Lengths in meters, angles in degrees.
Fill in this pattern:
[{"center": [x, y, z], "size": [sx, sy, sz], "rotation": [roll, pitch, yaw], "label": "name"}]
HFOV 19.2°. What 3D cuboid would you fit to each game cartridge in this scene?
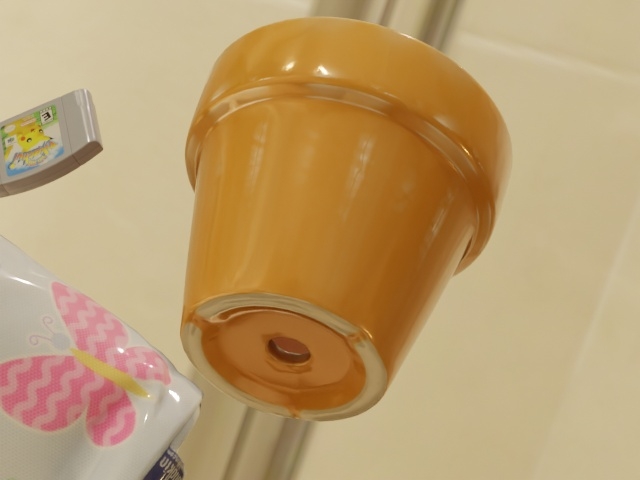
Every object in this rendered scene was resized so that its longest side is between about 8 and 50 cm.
[{"center": [-0.178, -0.059, 1.189], "size": [0.017, 0.083, 0.056], "rotation": [57, 13, -54], "label": "game cartridge"}]

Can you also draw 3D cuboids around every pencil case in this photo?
[{"center": [-0.181, 0.038, 0.759], "size": [0.273, 0.124, 0.113], "rotation": [37, -22, 1], "label": "pencil case"}]

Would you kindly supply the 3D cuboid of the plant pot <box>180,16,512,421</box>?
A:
[{"center": [0.000, 0.000, 1.167], "size": [0.205, 0.205, 0.188], "rotation": [19, 53, -1], "label": "plant pot"}]
